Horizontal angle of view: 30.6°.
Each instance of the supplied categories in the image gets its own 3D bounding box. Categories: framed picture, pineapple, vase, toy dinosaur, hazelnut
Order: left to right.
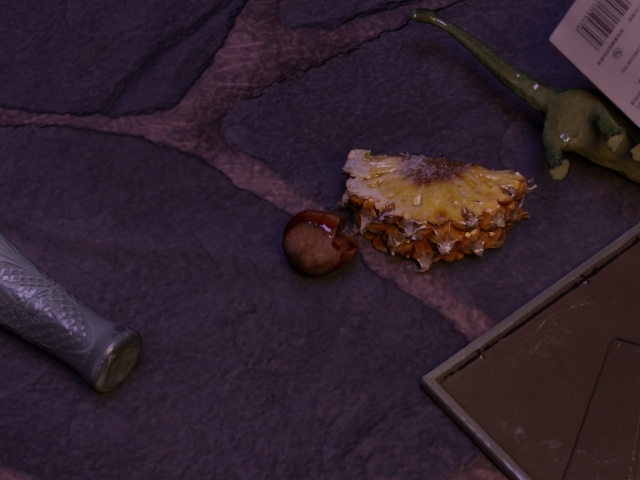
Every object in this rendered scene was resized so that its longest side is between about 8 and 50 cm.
[{"bbox_3d":[-0.296,0.078,1.261,0.219,0.096,0.096,30,61,19],"label":"vase"},{"bbox_3d":[0.000,0.000,1.314,0.086,0.086,0.086,-1,54,2],"label":"hazelnut"},{"bbox_3d":[0.119,-0.028,1.328,0.233,0.079,0.135,9,46,16],"label":"pineapple"},{"bbox_3d":[0.325,-0.154,1.417,0.447,0.087,0.301,17,27,-13],"label":"toy dinosaur"},{"bbox_3d":[0.311,0.140,1.226,0.335,0.022,0.247,-33,60,-20],"label":"framed picture"}]

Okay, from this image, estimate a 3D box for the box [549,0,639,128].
[{"bbox_3d":[0.457,-0.171,1.316,0.225,0.143,0.341,-2,45,-43],"label":"box"}]
